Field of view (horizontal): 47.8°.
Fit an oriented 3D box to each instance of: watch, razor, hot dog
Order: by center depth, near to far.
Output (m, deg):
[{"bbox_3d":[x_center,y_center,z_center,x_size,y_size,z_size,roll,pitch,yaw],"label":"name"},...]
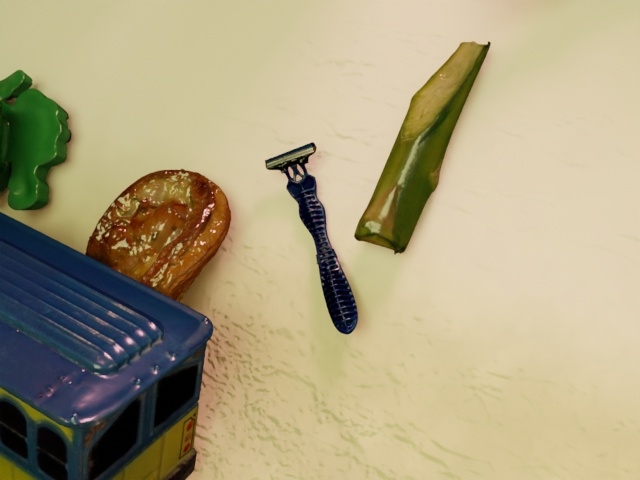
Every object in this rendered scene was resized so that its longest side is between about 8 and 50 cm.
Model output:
[{"bbox_3d":[0.001,0.000,0.567,0.044,0.028,0.155,-21,76,9],"label":"razor"},{"bbox_3d":[-0.134,0.009,0.589,0.099,0.065,0.147,40,97,27],"label":"hot dog"},{"bbox_3d":[-0.323,-0.100,0.617,0.165,0.152,0.131,1,80,19],"label":"watch"}]

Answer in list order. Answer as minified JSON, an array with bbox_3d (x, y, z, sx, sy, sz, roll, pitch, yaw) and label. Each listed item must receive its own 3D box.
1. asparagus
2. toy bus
[{"bbox_3d":[0.078,-0.076,0.547,0.045,0.041,0.178,23,89,10],"label":"asparagus"},{"bbox_3d":[-0.235,0.091,0.538,0.287,0.138,0.175,24,121,20],"label":"toy bus"}]
